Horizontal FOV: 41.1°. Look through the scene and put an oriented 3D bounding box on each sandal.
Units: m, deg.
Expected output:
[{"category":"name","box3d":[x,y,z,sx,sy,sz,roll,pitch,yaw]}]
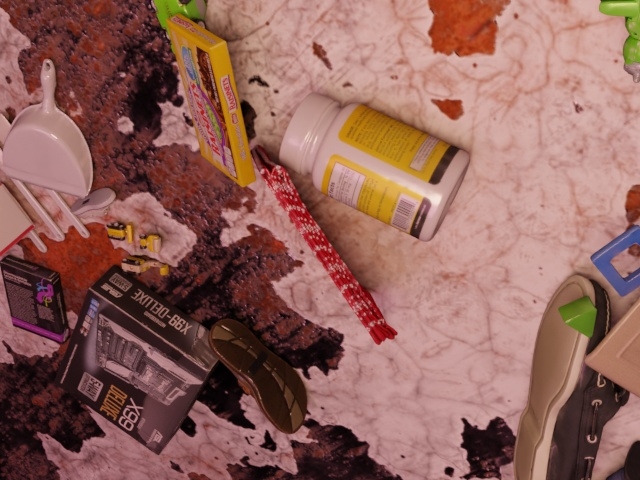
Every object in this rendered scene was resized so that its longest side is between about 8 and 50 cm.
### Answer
[{"category":"sandal","box3d":[-0.105,0.219,1.380,0.219,0.090,0.060,45,149,-9]}]

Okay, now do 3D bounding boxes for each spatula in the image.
[{"category":"spatula","box3d":[-0.496,-0.088,1.420,0.168,0.019,0.242,-17,117,36]}]

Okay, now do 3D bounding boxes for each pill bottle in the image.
[{"category":"pill bottle","box3d":[0.064,-0.093,1.030,0.208,0.119,0.119,27,132,10]}]

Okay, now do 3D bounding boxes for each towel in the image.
[{"category":"towel","box3d":[0.000,0.000,1.111,0.031,0.199,0.275,-34,106,0]}]

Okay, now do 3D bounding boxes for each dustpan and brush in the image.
[{"category":"dustpan and brush","box3d":[-0.414,-0.174,1.290,0.147,0.060,0.211,16,136,5]}]

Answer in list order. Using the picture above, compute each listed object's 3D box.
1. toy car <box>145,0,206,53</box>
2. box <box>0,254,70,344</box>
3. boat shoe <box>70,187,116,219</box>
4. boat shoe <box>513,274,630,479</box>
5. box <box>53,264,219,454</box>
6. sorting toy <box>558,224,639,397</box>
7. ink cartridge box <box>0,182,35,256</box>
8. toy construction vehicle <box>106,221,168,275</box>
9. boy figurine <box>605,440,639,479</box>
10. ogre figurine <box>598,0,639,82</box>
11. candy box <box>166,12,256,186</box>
[{"category":"toy car","box3d":[-0.195,-0.337,1.042,0.239,0.053,0.225,-4,121,32]},{"category":"box","box3d":[-0.524,0.110,1.570,0.116,0.029,0.162,18,131,16]},{"category":"boat shoe","box3d":[-0.353,-0.055,1.355,0.100,0.035,0.035,-19,140,33]},{"category":"boat shoe","box3d":[0.337,0.199,1.098,0.113,0.127,0.340,4,112,-4]},{"category":"box","box3d":[-0.322,0.219,1.503,0.242,0.076,0.307,35,132,2]},{"category":"sorting toy","box3d":[0.430,0.108,0.985,0.347,0.047,0.196,31,111,-14]},{"category":"ink cartridge box","box3d":[-0.627,0.008,1.444,0.237,0.172,0.100,-12,119,41]},{"category":"toy construction vehicle","box3d":[-0.290,0.012,1.369,0.098,0.035,0.086,8,115,21]},{"category":"boy figurine","box3d":[0.416,0.413,1.224,0.177,0.092,0.285,29,133,7]},{"category":"ogre figurine","box3d":[0.311,-0.229,0.792,0.097,0.118,0.197,26,132,10]},{"category":"candy box","box3d":[-0.134,-0.171,1.062,0.105,0.027,0.206,40,151,40]}]
